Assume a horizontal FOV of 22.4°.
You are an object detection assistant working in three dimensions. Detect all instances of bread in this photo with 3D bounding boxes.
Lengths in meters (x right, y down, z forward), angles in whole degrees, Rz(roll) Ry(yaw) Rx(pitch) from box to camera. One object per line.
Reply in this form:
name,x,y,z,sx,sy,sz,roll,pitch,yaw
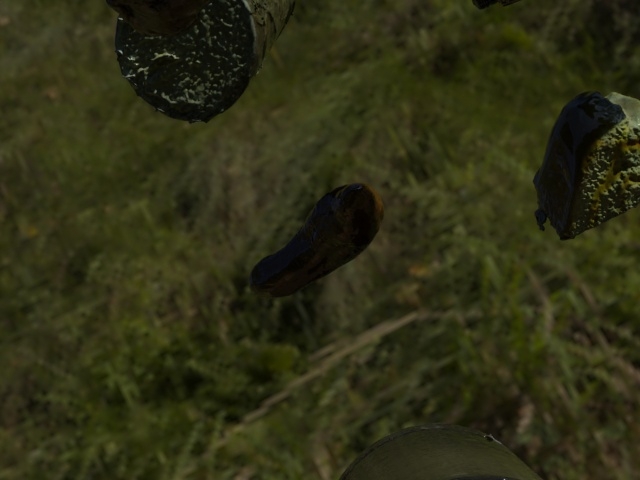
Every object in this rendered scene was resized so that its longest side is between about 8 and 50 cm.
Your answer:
bread,0.267,-0.083,1.568,0.156,0.110,0.103,-32,30,-13

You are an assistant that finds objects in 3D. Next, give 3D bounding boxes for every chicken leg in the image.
chicken leg,-0.148,-0.208,1.198,0.069,0.085,0.198,-36,-33,17

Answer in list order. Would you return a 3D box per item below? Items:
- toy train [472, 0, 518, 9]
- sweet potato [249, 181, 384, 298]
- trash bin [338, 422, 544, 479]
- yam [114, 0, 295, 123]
toy train,0.251,-0.278,1.531,0.249,0.085,0.053,-16,-41,11
sweet potato,0.001,0.001,1.275,0.053,0.054,0.182,27,-40,-19
trash bin,0.110,0.259,1.261,0.252,0.203,0.301,-9,0,-2
yam,-0.104,-0.229,1.595,0.154,0.154,0.254,-36,12,27
